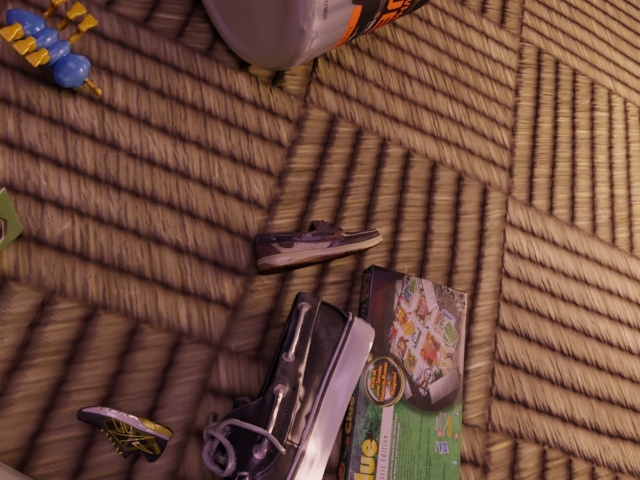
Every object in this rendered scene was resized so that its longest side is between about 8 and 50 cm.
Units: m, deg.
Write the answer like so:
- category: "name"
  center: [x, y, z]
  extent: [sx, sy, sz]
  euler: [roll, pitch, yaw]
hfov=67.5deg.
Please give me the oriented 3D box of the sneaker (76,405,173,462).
- category: "sneaker"
  center: [-0.172, 0.168, 0.416]
  extent: [0.083, 0.031, 0.035]
  euler: [24, 65, -14]

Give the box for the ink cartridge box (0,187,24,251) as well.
- category: "ink cartridge box"
  center: [-0.330, 0.035, 0.352]
  extent: [0.062, 0.109, 0.209]
  euler: [37, 62, -8]

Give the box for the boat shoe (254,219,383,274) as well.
- category: "boat shoe"
  center: [0.000, 0.000, 0.535]
  extent: [0.153, 0.056, 0.049]
  euler: [-12, 82, -26]

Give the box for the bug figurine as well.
- category: "bug figurine"
  center: [-0.347, -0.161, 0.415]
  extent: [0.216, 0.072, 0.279]
  euler: [50, 55, -22]

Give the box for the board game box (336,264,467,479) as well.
- category: "board game box"
  center: [0.097, 0.166, 0.534]
  extent: [0.136, 0.030, 0.259]
  euler: [19, 65, -18]

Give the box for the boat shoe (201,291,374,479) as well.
- category: "boat shoe"
  center: [-0.050, 0.178, 0.421]
  extent: [0.105, 0.113, 0.306]
  euler: [30, 60, -3]

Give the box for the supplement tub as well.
- category: "supplement tub"
  center: [0.030, -0.362, 0.592]
  extent: [0.338, 0.207, 0.207]
  euler: [-37, 88, -28]

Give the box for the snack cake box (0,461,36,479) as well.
- category: "snack cake box"
  center: [-0.333, 0.245, 0.288]
  extent: [0.152, 0.089, 0.264]
  euler: [34, 62, -9]
